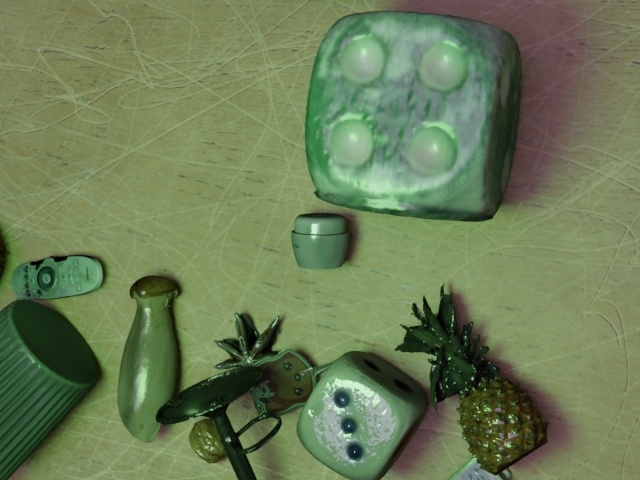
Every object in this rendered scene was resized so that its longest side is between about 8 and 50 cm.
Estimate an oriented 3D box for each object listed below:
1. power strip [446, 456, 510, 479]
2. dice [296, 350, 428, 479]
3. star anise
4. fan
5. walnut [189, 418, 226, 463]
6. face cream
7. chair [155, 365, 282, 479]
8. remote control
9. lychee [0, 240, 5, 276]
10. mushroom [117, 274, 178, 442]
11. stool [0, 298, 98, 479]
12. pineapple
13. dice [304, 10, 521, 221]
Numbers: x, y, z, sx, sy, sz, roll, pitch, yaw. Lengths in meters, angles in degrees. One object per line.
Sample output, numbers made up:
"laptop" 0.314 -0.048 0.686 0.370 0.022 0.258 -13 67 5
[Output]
"power strip" 0.260 0.530 1.818 0.270 0.046 0.118 -46 76 14
"dice" 0.082 0.336 1.803 0.192 0.194 0.193 35 102 17
"star anise" -0.132 0.244 1.946 0.181 0.061 0.204 -33 81 11
"fan" -0.039 0.275 1.909 0.220 0.009 0.132 -21 102 2
"walnut" -0.235 0.419 1.973 0.096 0.082 0.079 49 134 20
"face cream" 0.000 0.000 1.873 0.117 0.117 0.104 3 100 19
"chair" -0.143 0.473 1.841 0.227 0.226 0.401 -18 100 18
"remote control" -0.592 0.083 2.117 0.256 0.045 0.097 -4 87 22
"lychee" -0.809 0.057 2.117 0.200 0.200 0.238 -14 63 19
"mushroom" -0.363 0.249 1.994 0.128 0.128 0.350 3 89 19
"stool" -0.682 0.323 2.029 0.330 0.297 0.297 -43 77 9
"pineapple" 0.271 0.260 1.774 0.165 0.165 0.364 -41 69 15
"dice" 0.174 -0.212 1.700 0.328 0.330 0.348 8 91 20
